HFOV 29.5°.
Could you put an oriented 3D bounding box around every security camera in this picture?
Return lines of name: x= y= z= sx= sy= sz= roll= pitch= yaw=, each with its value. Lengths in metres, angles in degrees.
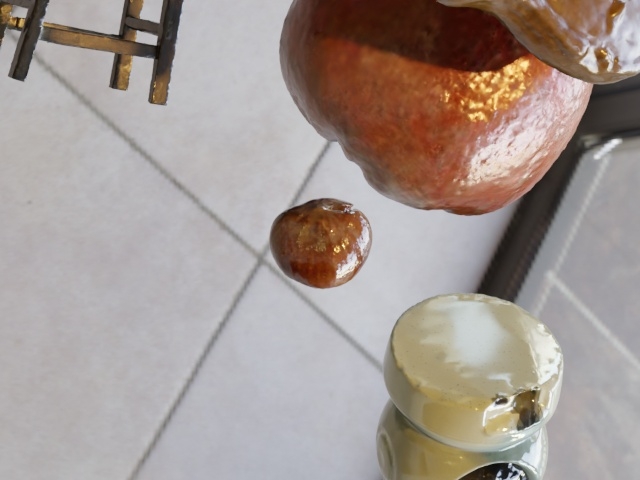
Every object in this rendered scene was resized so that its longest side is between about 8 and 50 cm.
security camera: x=0.152 y=0.199 z=1.315 sx=0.195 sy=0.195 sz=0.236 roll=-25 pitch=137 yaw=-36

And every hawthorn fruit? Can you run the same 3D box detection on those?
hawthorn fruit: x=0.098 y=-0.137 z=0.908 sx=0.231 sy=0.263 sz=0.235 roll=-30 pitch=88 yaw=-46

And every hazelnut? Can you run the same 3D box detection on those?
hazelnut: x=0.000 y=0.000 z=1.816 sx=0.154 sy=0.143 sz=0.143 roll=5 pitch=81 yaw=4

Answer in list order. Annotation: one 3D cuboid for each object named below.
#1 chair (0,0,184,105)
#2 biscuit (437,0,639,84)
chair: x=-0.318 y=-0.426 z=1.743 sx=0.241 sy=0.203 sz=0.416 roll=7 pitch=100 yaw=-30
biscuit: x=0.145 y=-0.237 z=0.724 sx=0.257 sy=0.049 sz=0.272 roll=20 pitch=66 yaw=-36
